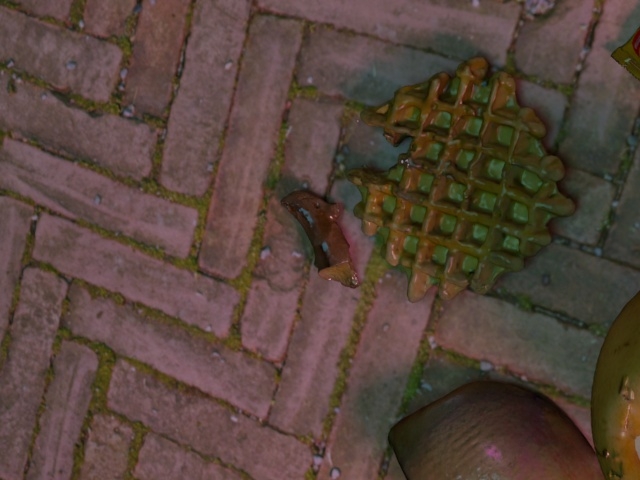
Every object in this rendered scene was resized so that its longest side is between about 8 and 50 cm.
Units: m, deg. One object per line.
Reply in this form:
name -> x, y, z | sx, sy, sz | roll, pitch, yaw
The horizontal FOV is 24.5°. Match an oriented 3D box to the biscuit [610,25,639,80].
biscuit -> 0.398, -0.289, 1.495 | 0.292, 0.026, 0.048 | -56, 51, 25

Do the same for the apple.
apple -> 0.208, 0.271, 1.651 | 0.193, 0.120, 0.265 | -43, 79, 17

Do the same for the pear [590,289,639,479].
pear -> 0.423, 0.173, 1.395 | 0.348, 0.348, 0.348 | 5, 101, 29

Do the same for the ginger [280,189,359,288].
ginger -> 0.005, -0.002, 1.762 | 0.057, 0.044, 0.137 | -35, 79, 48

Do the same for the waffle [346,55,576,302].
waffle -> 0.149, -0.062, 1.660 | 0.261, 0.056, 0.250 | -29, 85, 28
